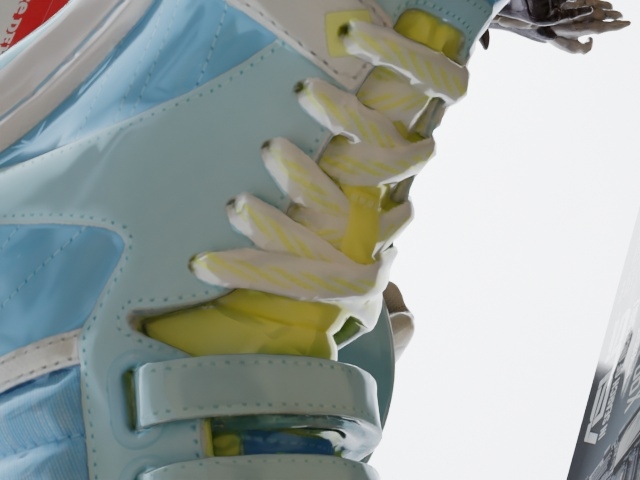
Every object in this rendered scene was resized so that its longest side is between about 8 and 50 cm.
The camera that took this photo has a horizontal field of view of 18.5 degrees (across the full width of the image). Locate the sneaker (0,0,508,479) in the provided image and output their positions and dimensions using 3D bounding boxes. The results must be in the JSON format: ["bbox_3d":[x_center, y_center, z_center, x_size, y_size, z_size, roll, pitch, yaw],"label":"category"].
[{"bbox_3d":[0.000,0.000,0.574,0.127,0.319,0.208,19,-141,-49],"label":"sneaker"}]

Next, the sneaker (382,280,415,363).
[{"bbox_3d":[-0.069,0.026,1.153,0.292,0.118,0.110,25,-149,-35],"label":"sneaker"}]

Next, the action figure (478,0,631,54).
[{"bbox_3d":[0.149,-0.204,1.334,0.141,0.275,0.164,0,-80,-3],"label":"action figure"}]

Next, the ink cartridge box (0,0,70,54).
[{"bbox_3d":[-0.214,-0.130,1.004,0.231,0.134,0.078,-4,-137,-48],"label":"ink cartridge box"}]

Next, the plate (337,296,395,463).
[{"bbox_3d":[-0.062,0.051,0.849,0.188,0.024,0.188,-2,-114,5],"label":"plate"}]

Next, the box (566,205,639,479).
[{"bbox_3d":[0.220,0.048,0.661,0.242,0.076,0.307,25,-128,-5],"label":"box"}]
